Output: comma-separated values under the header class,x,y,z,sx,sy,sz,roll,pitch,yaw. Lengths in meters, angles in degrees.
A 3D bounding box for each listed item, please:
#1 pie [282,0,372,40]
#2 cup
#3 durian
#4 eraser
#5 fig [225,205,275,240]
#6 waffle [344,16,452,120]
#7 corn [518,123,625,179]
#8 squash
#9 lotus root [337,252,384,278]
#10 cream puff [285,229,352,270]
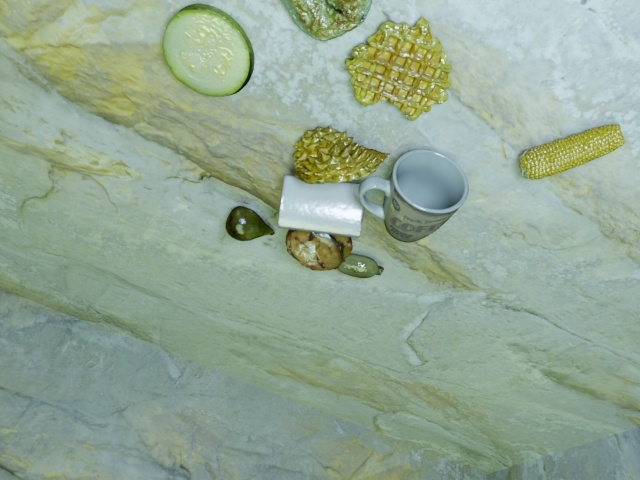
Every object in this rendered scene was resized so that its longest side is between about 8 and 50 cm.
class,x,y,z,sx,sy,sz,roll,pitch,yaw
pie,0.007,-0.589,1.132,0.241,0.054,0.240,7,139,6
cup,0.253,-0.111,1.447,0.301,0.227,0.257,5,146,-9
durian,0.041,-0.224,1.422,0.305,0.195,0.185,4,131,15
eraser,0.006,-0.110,1.552,0.270,0.174,0.095,7,175,-2
fig,-0.254,-0.044,1.748,0.185,0.126,0.133,31,123,-12
waffle,0.202,-0.432,1.249,0.291,0.051,0.291,7,138,6
corn,0.673,-0.239,1.299,0.260,0.091,0.091,-19,164,31
squash,-0.301,-0.513,1.312,0.252,0.049,0.252,6,137,6
lotus root,0.150,0.100,1.821,0.183,0.077,0.090,13,139,4
cream puff,0.000,-0.001,1.696,0.240,0.164,0.240,19,138,18
